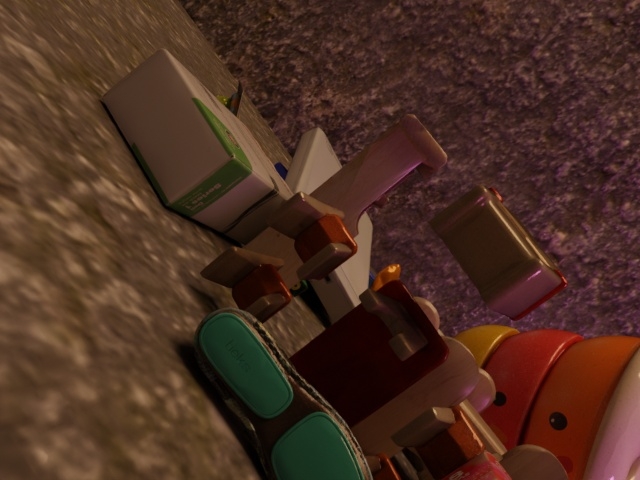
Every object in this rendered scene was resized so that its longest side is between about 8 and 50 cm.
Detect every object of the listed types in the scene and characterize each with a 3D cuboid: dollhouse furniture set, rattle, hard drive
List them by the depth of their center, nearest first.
[{"bbox_3d":[0.070,0.075,0.574,0.262,0.259,0.135,57,16,20],"label":"dollhouse furniture set"},{"bbox_3d":[0.126,0.093,0.814,0.394,0.256,0.362,51,4,2],"label":"dollhouse furniture set"},{"bbox_3d":[0.117,0.149,1.134,0.200,0.142,0.130,-128,-163,-60],"label":"rattle"},{"bbox_3d":[0.017,-0.031,1.138,0.233,0.047,0.353,61,17,-21],"label":"hard drive"}]

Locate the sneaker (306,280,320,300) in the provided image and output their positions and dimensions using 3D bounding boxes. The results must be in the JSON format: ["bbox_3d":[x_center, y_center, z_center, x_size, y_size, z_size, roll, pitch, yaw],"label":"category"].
[{"bbox_3d":[-0.008,0.044,1.140,0.089,0.051,0.170,57,9,-9],"label":"sneaker"}]

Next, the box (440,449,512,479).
[{"bbox_3d":[0.120,0.280,0.333,0.300,0.142,0.154,55,5,10],"label":"box"}]

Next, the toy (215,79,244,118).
[{"bbox_3d":[-0.163,-0.190,1.118,0.056,0.137,0.237,11,16,-8],"label":"toy"}]

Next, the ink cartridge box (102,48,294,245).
[{"bbox_3d":[-0.128,-0.096,0.798,0.160,0.092,0.219,56,6,20],"label":"ink cartridge box"}]

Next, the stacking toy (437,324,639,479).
[{"bbox_3d":[0.297,0.257,1.108,0.479,0.351,0.350,17,-19,38],"label":"stacking toy"}]

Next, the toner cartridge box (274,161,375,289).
[{"bbox_3d":[0.000,0.000,1.346,0.165,0.075,0.348,59,8,34],"label":"toner cartridge box"}]

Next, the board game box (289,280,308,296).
[{"bbox_3d":[-0.087,-0.025,1.037,0.136,0.030,0.260,53,5,-25],"label":"board game box"}]

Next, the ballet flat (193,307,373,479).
[{"bbox_3d":[-0.023,0.130,0.490,0.188,0.070,0.070,58,6,9],"label":"ballet flat"}]
